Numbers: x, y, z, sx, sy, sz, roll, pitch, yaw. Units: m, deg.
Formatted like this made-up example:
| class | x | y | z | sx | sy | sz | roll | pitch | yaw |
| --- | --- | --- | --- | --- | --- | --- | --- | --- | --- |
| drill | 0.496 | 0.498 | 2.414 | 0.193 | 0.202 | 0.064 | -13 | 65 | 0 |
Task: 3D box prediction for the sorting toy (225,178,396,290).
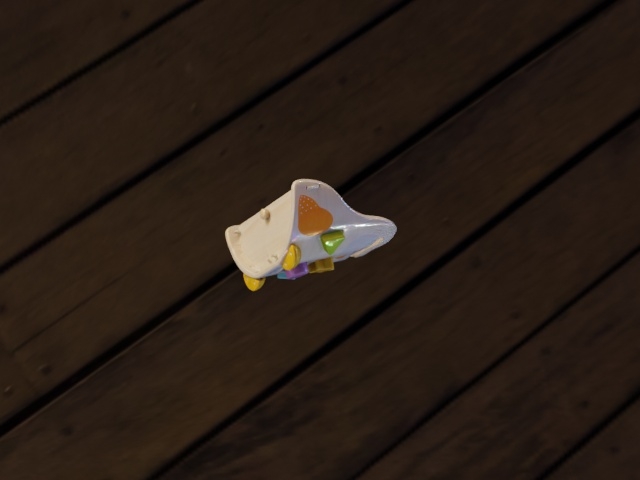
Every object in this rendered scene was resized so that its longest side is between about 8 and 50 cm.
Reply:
| class | x | y | z | sx | sy | sz | roll | pitch | yaw |
| --- | --- | --- | --- | --- | --- | --- | --- | --- | --- |
| sorting toy | 0.000 | 0.000 | 0.840 | 0.075 | 0.083 | 0.045 | -1 | 73 | -31 |
